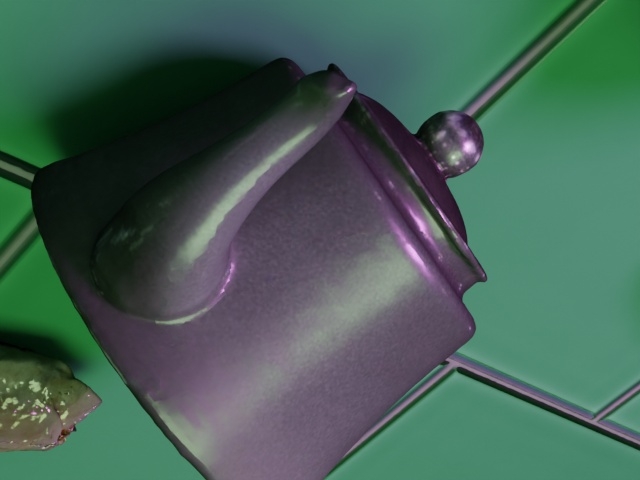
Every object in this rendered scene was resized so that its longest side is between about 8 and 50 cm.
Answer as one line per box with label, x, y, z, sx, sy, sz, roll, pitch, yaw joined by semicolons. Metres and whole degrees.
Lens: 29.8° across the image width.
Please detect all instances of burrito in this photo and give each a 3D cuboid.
burrito;-0.189;0.065;0.534;0.188;0.045;0.058;10;138;-29

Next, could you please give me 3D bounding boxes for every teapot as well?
teapot;0.000;0.000;0.467;0.149;0.162;0.239;-37;160;4
